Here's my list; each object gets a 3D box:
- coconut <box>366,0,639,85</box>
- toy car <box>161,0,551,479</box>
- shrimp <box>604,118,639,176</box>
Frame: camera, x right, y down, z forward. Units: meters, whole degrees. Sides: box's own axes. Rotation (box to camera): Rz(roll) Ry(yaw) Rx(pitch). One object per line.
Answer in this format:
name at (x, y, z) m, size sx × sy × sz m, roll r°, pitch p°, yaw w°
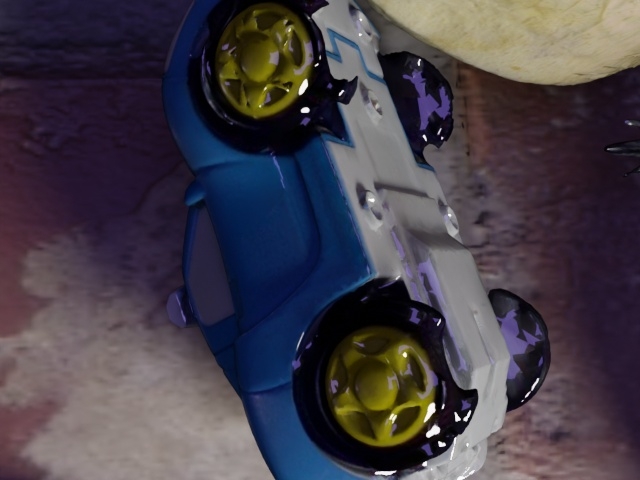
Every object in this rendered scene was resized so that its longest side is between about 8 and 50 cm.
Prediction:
coconut at (0.143, -0.244, 0.490) m, size 0.297 × 0.254 × 0.297 m, roll 9°, pitch 71°, yaw -28°
toy car at (0.000, 0.000, 0.512) m, size 0.165 × 0.198 × 0.314 m, roll -23°, pitch 80°, yaw 22°
shrimp at (0.352, -0.092, 0.559) m, size 0.372 × 0.172 × 0.137 m, roll -15°, pitch 49°, yaw -23°
